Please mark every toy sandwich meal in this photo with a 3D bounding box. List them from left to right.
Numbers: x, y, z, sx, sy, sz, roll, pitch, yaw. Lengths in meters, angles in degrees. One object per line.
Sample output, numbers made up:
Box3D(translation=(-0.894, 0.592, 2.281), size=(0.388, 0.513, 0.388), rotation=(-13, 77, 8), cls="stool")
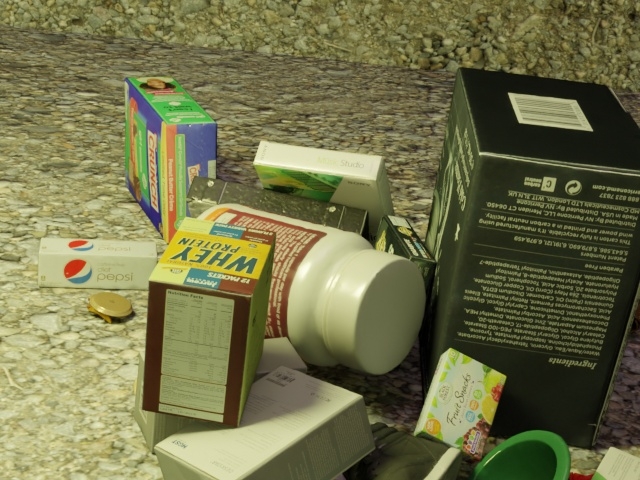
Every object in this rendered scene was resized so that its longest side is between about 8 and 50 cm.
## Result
Box3D(translation=(-0.376, 0.119, 1.815), size=(0.085, 0.029, 0.085), rotation=(17, 22, -7), cls="toy sandwich meal")

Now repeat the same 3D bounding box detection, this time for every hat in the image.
Box3D(translation=(0.327, 0.384, 1.439), size=(0.208, 0.183, 0.173), rotation=(-42, 22, -3), cls="hat")

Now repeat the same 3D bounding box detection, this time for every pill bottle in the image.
Box3D(translation=(-0.037, 0.079, 1.696), size=(0.392, 0.224, 0.224), rotation=(15, 24, 39), cls="pill bottle")

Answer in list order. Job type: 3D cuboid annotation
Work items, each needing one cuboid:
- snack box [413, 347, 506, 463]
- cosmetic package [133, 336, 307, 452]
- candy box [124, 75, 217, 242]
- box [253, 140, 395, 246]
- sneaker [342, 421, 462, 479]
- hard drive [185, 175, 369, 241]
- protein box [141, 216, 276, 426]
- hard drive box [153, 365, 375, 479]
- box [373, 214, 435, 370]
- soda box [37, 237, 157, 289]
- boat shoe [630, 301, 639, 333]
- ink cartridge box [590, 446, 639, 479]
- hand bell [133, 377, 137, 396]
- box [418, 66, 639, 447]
Box3D(translation=(0.208, 0.245, 1.516), size=(0.100, 0.037, 0.141), rotation=(26, 61, -5), cls="snack box")
Box3D(translation=(-0.147, 0.228, 1.525), size=(0.237, 0.127, 0.107), rotation=(-3, 26, -26), cls="cosmetic package")
Box3D(translation=(-0.325, -0.179, 2.189), size=(0.122, 0.268, 0.317), rotation=(-9, 29, -25), cls="candy box")
Box3D(translation=(0.021, -0.065, 1.929), size=(0.232, 0.322, 0.059), rotation=(8, 61, 16), cls="box")
Box3D(translation=(0.075, 0.340, 1.381), size=(0.146, 0.105, 0.295), rotation=(17, 20, 23), cls="sneaker")
Box3D(translation=(-0.076, -0.010, 1.960), size=(0.338, 0.237, 0.064), rotation=(12, 64, 8), cls="hard drive")
Box3D(translation=(-0.150, 0.106, 1.395), size=(0.135, 0.201, 0.200), rotation=(9, 25, 3), cls="protein box")
Box3D(translation=(-0.074, 0.277, 1.371), size=(0.232, 0.089, 0.181), rotation=(-28, 25, -33), cls="hard drive box")
Box3D(translation=(0.123, 0.090, 1.790), size=(0.051, 0.220, 0.175), rotation=(9, 24, -17), cls="box")
Box3D(translation=(-0.415, 0.043, 1.910), size=(0.216, 0.074, 0.069), rotation=(2, 25, -12), cls="soda box")
Box3D(translation=(0.592, 0.156, 1.980), size=(0.178, 0.064, 0.060), rotation=(-24, 44, -39), cls="boat shoe")
Box3D(translation=(0.466, 0.390, 1.387), size=(0.212, 0.093, 0.154), rotation=(18, 27, 25), cls="ink cartridge box")
Box3D(translation=(-0.219, 0.128, 1.579), size=(0.126, 0.242, 0.126), rotation=(7, 24, -3), cls="hand bell")
Box3D(translation=(0.344, 0.006, 1.732), size=(0.297, 0.472, 0.480), rotation=(7, 24, 1), cls="box")
